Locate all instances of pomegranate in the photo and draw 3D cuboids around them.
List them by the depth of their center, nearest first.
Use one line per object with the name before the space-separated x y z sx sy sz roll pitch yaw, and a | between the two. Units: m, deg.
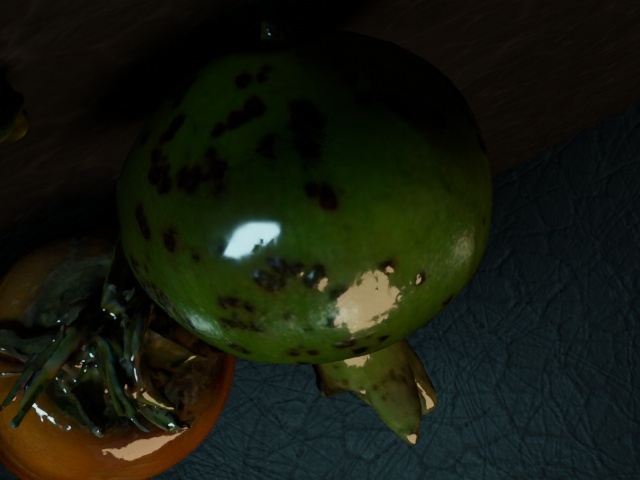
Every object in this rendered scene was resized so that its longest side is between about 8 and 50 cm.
pomegranate | 0.000 0.000 0.756 0.211 0.263 0.211 -14 -160 5

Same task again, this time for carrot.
carrot | -0.169 0.087 1.013 0.193 0.214 0.331 -55 -171 -21

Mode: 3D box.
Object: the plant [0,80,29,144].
plant | -0.284 0.036 0.506 0.333 0.180 0.251 -47 -160 5
